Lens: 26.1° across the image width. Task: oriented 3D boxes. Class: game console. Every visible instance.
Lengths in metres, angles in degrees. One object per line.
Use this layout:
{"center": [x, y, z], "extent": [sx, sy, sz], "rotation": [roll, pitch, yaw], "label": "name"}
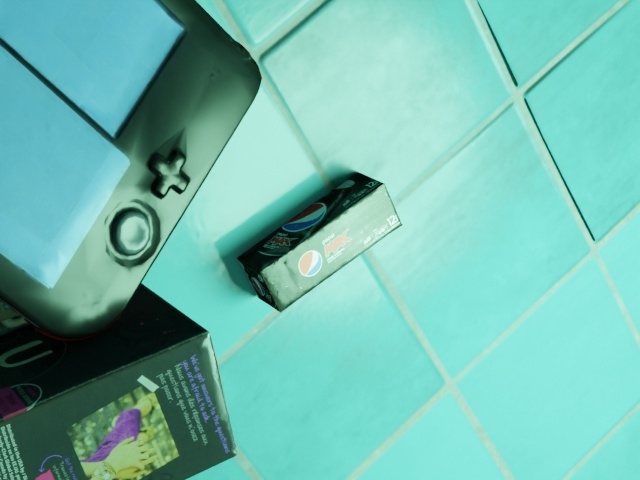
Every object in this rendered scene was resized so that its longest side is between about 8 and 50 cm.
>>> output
{"center": [-0.251, -0.134, 1.212], "extent": [0.386, 0.060, 0.342], "rotation": [44, 72, -35], "label": "game console"}

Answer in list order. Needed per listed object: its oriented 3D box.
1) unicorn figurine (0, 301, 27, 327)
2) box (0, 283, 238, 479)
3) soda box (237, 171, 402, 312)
{"center": [-0.301, 0.051, 1.283], "extent": [0.111, 0.060, 0.162], "rotation": [4, 88, -33], "label": "unicorn figurine"}
{"center": [-0.240, 0.167, 1.288], "extent": [0.270, 0.165, 0.143], "rotation": [-22, 116, -25], "label": "box"}
{"center": [0.000, 0.000, 1.451], "extent": [0.169, 0.053, 0.060], "rotation": [-36, 121, -18], "label": "soda box"}
